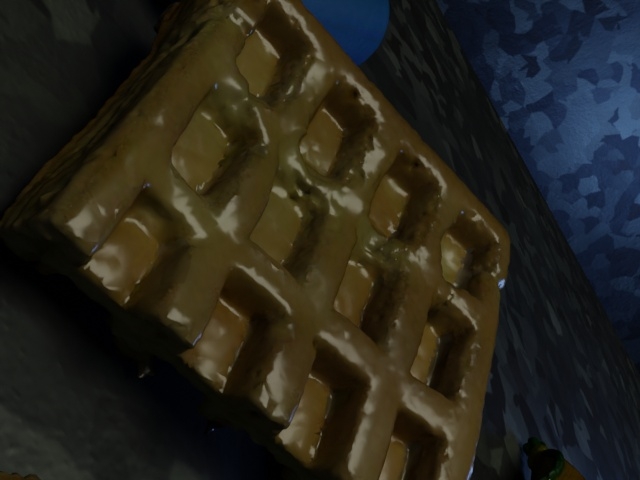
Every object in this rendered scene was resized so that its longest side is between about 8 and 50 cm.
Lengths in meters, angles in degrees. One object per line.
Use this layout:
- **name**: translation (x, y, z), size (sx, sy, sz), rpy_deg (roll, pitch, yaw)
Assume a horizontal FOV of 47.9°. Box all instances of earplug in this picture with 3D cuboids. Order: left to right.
- **earplug**: translation (-0.044, -0.237, 0.694), size (0.273, 0.132, 0.132), rpy_deg (-17, 82, -62)

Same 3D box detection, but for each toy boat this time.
- **toy boat**: translation (0.266, 0.299, 0.874), size (0.088, 0.089, 0.229), rpy_deg (31, 14, 23)

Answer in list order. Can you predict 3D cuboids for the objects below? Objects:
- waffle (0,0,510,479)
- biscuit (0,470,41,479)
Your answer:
- **waffle**: translation (0.000, 0.000, 0.495), size (0.348, 0.077, 0.304), rpy_deg (44, 46, -21)
- **biscuit**: translation (-0.137, 0.185, 0.218), size (0.131, 0.025, 0.231), rpy_deg (31, 42, -53)
